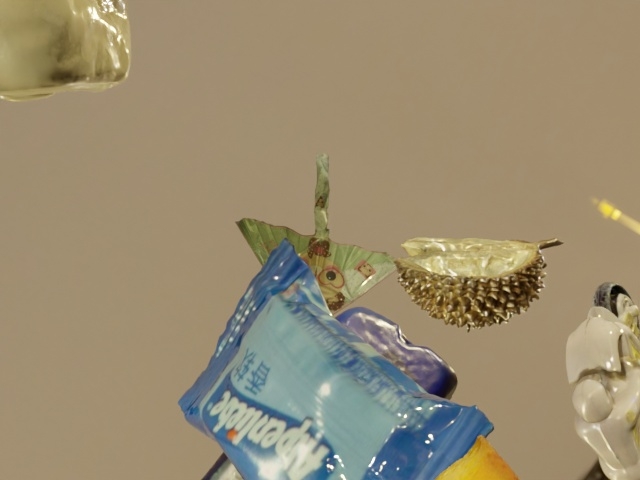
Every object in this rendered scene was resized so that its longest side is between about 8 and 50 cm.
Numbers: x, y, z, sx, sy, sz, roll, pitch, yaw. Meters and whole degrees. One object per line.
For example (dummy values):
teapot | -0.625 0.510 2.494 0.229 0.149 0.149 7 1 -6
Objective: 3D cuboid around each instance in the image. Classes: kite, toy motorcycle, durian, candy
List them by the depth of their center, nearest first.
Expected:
candy | -0.005 0.135 1.010 0.077 0.331 0.187 32 -87 -35
durian | 0.132 0.034 1.053 0.140 0.110 0.071 -10 -64 -3
kite | 0.001 -0.001 1.651 0.012 0.229 0.250 132 147 -61
toy motorcycle | 0.396 0.224 1.659 0.108 0.341 0.223 -20 -6 34

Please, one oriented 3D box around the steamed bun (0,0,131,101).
steamed bun | -0.368 -0.286 1.290 0.342 0.367 0.255 -26 -43 -33

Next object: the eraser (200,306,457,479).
eraser | -0.012 0.227 1.295 0.332 0.155 0.101 -50 -15 -24

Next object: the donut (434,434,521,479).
donut | 0.108 0.186 0.715 0.058 0.152 0.152 -33 -36 -3
